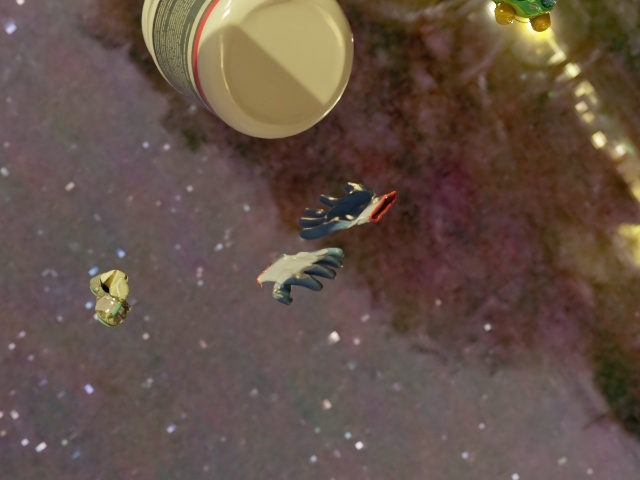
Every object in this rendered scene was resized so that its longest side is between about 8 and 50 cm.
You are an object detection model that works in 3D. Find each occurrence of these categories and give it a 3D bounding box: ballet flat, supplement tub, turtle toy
[{"bbox_3d":[-0.210,0.052,1.230,0.041,0.041,0.114,48,-178,-23],"label":"ballet flat"},{"bbox_3d":[-0.097,-0.245,1.469,0.191,0.191,0.272,45,176,-33],"label":"supplement tub"},{"bbox_3d":[0.231,-0.306,1.427,0.130,0.066,0.095,7,-123,-22],"label":"turtle toy"}]

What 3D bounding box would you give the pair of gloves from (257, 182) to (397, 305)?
[{"bbox_3d":[0.000,0.000,1.434,0.023,0.198,0.159,50,155,-21],"label":"pair of gloves"}]
